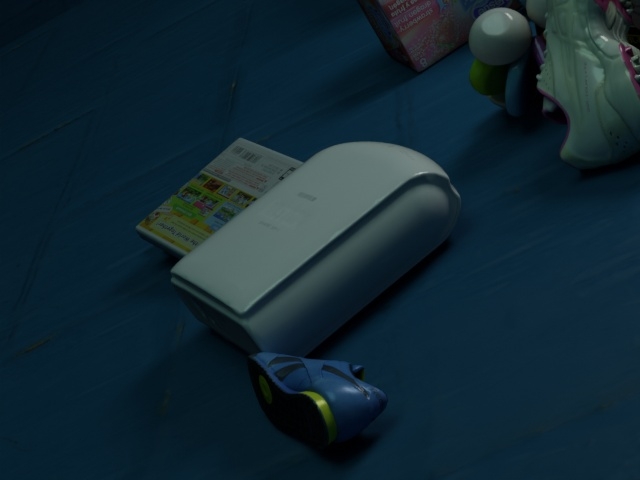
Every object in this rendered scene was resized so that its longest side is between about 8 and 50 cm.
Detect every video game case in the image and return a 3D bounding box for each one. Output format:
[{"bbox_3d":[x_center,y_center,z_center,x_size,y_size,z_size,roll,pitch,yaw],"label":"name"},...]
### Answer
[{"bbox_3d":[-0.118,-0.045,1.837,0.206,0.026,0.227,-42,37,-18],"label":"video game case"}]

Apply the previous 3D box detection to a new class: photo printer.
[{"bbox_3d":[0.000,0.000,1.559,0.307,0.107,0.256,-38,24,-14],"label":"photo printer"}]

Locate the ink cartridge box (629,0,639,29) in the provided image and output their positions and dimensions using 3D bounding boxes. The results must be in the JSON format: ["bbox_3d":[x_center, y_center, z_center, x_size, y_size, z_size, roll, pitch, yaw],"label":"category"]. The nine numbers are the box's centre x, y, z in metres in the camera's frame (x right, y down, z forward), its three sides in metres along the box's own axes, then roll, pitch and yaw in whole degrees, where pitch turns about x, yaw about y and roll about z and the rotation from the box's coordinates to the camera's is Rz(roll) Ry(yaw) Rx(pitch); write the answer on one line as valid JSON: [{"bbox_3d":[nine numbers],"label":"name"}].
[{"bbox_3d":[0.516,-0.341,1.514,0.306,0.131,0.226,-36,38,-13],"label":"ink cartridge box"}]

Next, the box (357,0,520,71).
[{"bbox_3d":[0.214,-0.401,2.035,0.300,0.142,0.154,-34,23,-4],"label":"box"}]

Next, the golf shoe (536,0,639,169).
[{"bbox_3d":[0.284,-0.215,1.505,0.140,0.115,0.306,-35,53,31],"label":"golf shoe"}]

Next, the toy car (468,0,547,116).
[{"bbox_3d":[0.274,-0.218,1.641,0.182,0.159,0.136,-31,61,0],"label":"toy car"}]

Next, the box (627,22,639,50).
[{"bbox_3d":[0.445,-0.304,1.683,0.191,0.045,0.184,-39,28,-16],"label":"box"}]

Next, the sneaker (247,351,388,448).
[{"bbox_3d":[-0.005,0.148,1.341,0.082,0.069,0.209,-22,16,-22],"label":"sneaker"}]

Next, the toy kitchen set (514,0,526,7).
[{"bbox_3d":[0.345,-0.432,1.906,0.207,0.166,0.122,-32,23,0],"label":"toy kitchen set"}]
